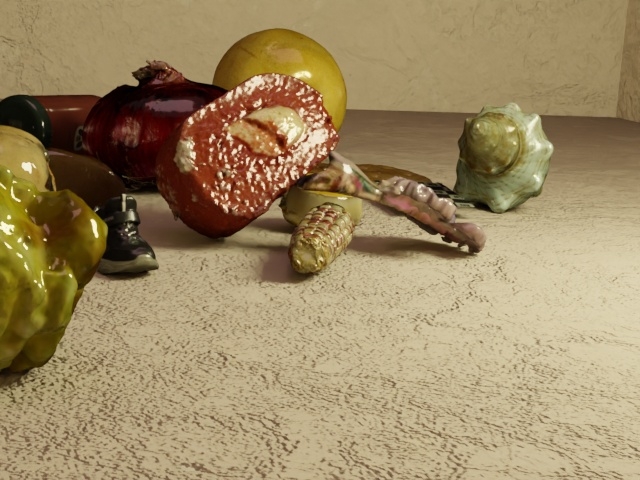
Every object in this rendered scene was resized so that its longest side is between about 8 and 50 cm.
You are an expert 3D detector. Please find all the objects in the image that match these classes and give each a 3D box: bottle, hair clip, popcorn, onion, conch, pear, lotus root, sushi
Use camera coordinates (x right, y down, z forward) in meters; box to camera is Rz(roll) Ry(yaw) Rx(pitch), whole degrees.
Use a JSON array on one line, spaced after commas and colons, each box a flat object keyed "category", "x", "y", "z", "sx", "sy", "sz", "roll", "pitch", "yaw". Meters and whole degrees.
[{"category": "bottle", "x": -0.497, "y": -0.220, "z": 2.502, "sx": 0.144, "sy": 0.144, "sz": 0.336, "roll": 10, "pitch": 10, "yaw": 28}, {"category": "hair clip", "x": 0.108, "y": -0.060, "z": 1.831, "sx": 0.300, "sy": 0.069, "sz": 0.173, "roll": 20, "pitch": 2, "yaw": -26}, {"category": "popcorn", "x": -0.309, "y": 0.029, "z": 1.177, "sx": 0.236, "sy": 0.206, "sz": 0.251, "roll": -8, "pitch": -16, "yaw": 38}, {"category": "onion", "x": -0.274, "y": -0.210, "z": 2.265, "sx": 0.313, "sy": 0.232, "sz": 0.314, "roll": 2, "pitch": 10, "yaw": 0}, {"category": "conch", "x": 0.335, "y": -0.124, "z": 2.278, "sx": 0.203, "sy": 0.170, "sz": 0.386, "roll": -17, "pitch": -36, "yaw": 16}, {"category": "pear", "x": -0.091, "y": -0.314, "z": 2.731, "sx": 0.314, "sy": 0.314, "sz": 0.314, "roll": 4, "pitch": 11, "yaw": -1}, {"category": "lotus root", "x": -0.508, "y": -0.068, "z": 1.686, "sx": 0.309, "sy": 0.183, "sz": 0.182, "roll": -9, "pitch": 16, "yaw": -28}, {"category": "sushi", "x": 0.180, "y": -0.071, "z": 2.233, "sx": 0.139, "sy": 0.031, "sz": 0.201, "roll": 2, "pitch": 15, "yaw": -13}]

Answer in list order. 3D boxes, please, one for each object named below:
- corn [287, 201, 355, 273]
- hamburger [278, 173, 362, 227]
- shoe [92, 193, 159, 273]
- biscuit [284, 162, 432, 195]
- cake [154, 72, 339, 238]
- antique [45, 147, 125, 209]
[{"category": "corn", "x": 0.000, "y": 0.000, "z": 1.717, "sx": 0.079, "sy": 0.080, "sz": 0.237, "roll": 5, "pitch": 13, "yaw": 6}, {"category": "hamburger", "x": 0.000, "y": -0.055, "z": 1.972, "sx": 0.141, "sy": 0.082, "sz": 0.126, "roll": 25, "pitch": 23, "yaw": 29}, {"category": "shoe", "x": -0.263, "y": -0.013, "z": 1.630, "sx": 0.071, "sy": 0.100, "sz": 0.169, "roll": -1, "pitch": 13, "yaw": -33}, {"category": "biscuit", "x": 0.033, "y": -0.118, "z": 2.391, "sx": 0.324, "sy": 0.044, "sz": 0.217, "roll": -4, "pitch": 15, "yaw": -34}, {"category": "cake", "x": -0.114, "y": -0.133, "z": 1.853, "sx": 0.283, "sy": 0.177, "sz": 0.151, "roll": -42, "pitch": 6, "yaw": -27}, {"category": "antique", "x": -0.434, "y": -0.086, "z": 1.890, "sx": 0.256, "sy": 0.121, "sz": 0.143, "roll": 1, "pitch": 9, "yaw": -19}]
